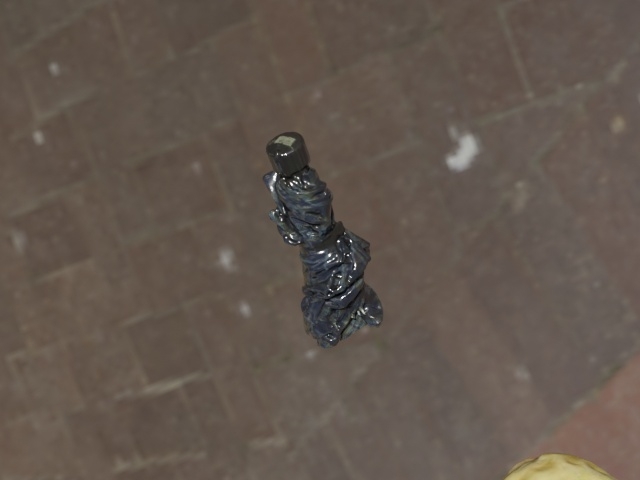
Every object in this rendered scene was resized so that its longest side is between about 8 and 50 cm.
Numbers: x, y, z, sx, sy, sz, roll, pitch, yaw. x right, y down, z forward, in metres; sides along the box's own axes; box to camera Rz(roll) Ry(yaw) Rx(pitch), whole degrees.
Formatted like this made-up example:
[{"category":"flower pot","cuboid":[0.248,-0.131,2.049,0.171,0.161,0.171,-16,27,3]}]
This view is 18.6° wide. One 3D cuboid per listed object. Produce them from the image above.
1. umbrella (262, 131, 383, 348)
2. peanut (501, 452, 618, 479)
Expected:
[{"category":"umbrella","cuboid":[0.003,0.000,1.810,0.071,0.080,0.224,42,156,55]},{"category":"peanut","cuboid":[0.283,0.291,1.739,0.147,0.305,0.147,-57,20,34]}]
